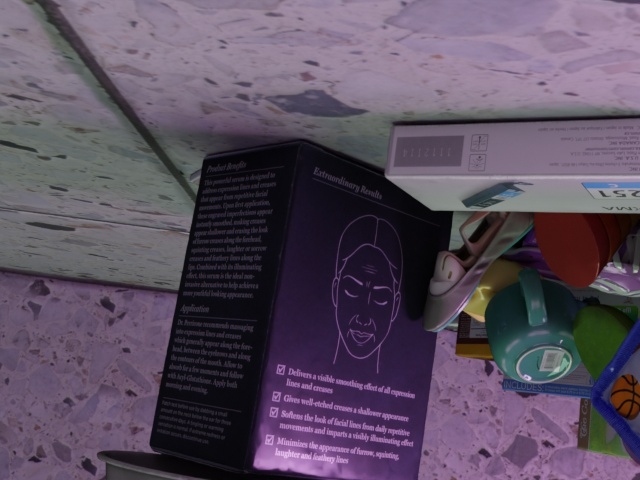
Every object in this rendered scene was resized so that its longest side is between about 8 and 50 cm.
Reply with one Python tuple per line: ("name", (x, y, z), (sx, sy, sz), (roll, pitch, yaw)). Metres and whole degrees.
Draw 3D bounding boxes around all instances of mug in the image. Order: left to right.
("mug", (0.282, 0.124, 1.279), (0.129, 0.097, 0.158), (-37, 124, 27))

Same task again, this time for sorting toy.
("sorting toy", (0.393, 0.095, 1.189), (0.126, 0.365, 0.127), (-23, -176, -20))

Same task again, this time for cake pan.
("cake pan", (-0.115, 0.292, 1.102), (0.293, 0.054, 0.293), (9, 169, 2))

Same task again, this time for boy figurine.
("boy figurine", (0.266, 0.084, 1.371), (0.285, 0.092, 0.177), (18, 156, -22))

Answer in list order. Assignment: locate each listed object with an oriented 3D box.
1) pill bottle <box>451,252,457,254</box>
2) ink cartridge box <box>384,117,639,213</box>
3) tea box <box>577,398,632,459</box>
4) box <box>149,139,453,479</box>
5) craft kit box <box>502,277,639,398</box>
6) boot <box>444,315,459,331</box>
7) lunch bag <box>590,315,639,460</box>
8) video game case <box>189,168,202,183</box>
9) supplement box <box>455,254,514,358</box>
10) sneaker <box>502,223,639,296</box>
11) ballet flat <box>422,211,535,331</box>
("pill bottle", (0.253, 0.043, 1.756), (0.043, 0.043, 0.083), (11, 170, -20))
("ink cartridge box", (0.258, -0.063, 1.042), (0.296, 0.066, 0.261), (2, 169, 30))
("tea box", (0.608, 0.202, 1.545), (0.220, 0.329, 0.323), (11, 170, -19))
("box", (-0.016, 0.105, 1.253), (0.293, 0.395, 0.212), (19, 167, -40))
("craft kit box", (0.402, 0.120, 1.478), (0.061, 0.246, 0.250), (11, 171, -39))
("boot", (0.373, 0.111, 1.931), (0.338, 0.118, 0.223), (-7, 164, 17))
("lunch bag", (0.533, 0.098, 1.013), (0.328, 0.385, 0.239), (12, -153, -27))
("video game case", (-0.121, -0.084, 1.393), (0.122, 0.011, 0.087), (11, 170, -22))
("supplement box", (0.357, 0.119, 1.666), (0.191, 0.194, 0.129), (12, 170, -21))
("sneaker", (0.365, 0.013, 1.316), (0.282, 0.102, 0.161), (-2, 164, 46))
("ballet flat", (0.187, 0.020, 1.225), (0.068, 0.213, 0.072), (42, 178, -21))
